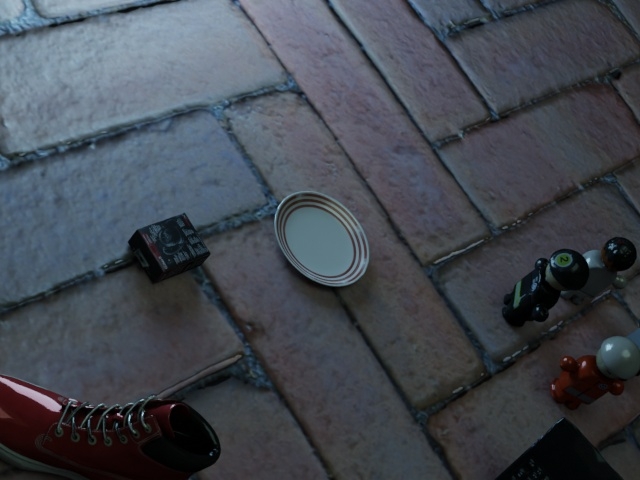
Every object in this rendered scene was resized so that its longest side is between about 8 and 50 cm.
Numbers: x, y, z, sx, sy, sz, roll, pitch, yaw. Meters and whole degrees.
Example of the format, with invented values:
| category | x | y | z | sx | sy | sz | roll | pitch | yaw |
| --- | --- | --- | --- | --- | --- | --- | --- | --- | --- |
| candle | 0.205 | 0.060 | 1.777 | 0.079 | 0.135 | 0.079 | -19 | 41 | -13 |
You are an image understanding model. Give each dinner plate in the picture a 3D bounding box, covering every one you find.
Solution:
| category | x | y | z | sx | sy | sz | roll | pitch | yaw |
| --- | --- | --- | --- | --- | --- | --- | --- | --- | --- |
| dinner plate | 0.000 | 0.000 | 1.693 | 0.141 | 0.017 | 0.141 | 19 | 50 | -24 |

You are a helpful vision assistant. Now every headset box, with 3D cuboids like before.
| category | x | y | z | sx | sy | sz | roll | pitch | yaw |
| --- | --- | --- | --- | --- | --- | --- | --- | --- | --- |
| headset box | -0.181 | 0.010 | 1.546 | 0.083 | 0.032 | 0.062 | -24 | 75 | -42 |

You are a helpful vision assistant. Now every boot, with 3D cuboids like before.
| category | x | y | z | sx | sy | sz | roll | pitch | yaw |
| --- | --- | --- | --- | --- | --- | --- | --- | --- | --- |
| boot | -0.225 | 0.176 | 1.298 | 0.244 | 0.176 | 0.088 | 29 | 49 | -14 |

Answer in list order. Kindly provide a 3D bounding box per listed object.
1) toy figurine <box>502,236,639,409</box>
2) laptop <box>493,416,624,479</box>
| category | x | y | z | sx | sy | sz | roll | pitch | yaw |
| --- | --- | --- | --- | --- | --- | --- | --- | --- | --- |
| toy figurine | 0.383 | 0.104 | 1.798 | 0.209 | 0.148 | 0.213 | -15 | 69 | -41 |
| laptop | 0.276 | 0.385 | 1.524 | 0.264 | 0.136 | 0.234 | -42 | 90 | -1 |
